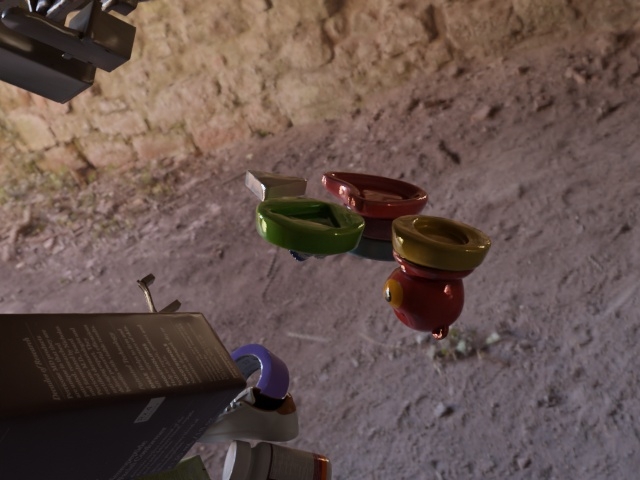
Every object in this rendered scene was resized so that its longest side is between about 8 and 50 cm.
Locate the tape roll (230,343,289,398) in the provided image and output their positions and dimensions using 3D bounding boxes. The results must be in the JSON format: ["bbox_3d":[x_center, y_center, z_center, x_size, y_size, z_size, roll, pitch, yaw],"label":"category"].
[{"bbox_3d":[-0.178,0.367,1.920,0.188,0.080,0.189,-22,46,25],"label":"tape roll"}]

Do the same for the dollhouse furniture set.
[{"bbox_3d":[-0.369,-0.395,1.014,0.303,0.173,0.356,-9,68,48],"label":"dollhouse furniture set"}]

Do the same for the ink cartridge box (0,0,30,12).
[{"bbox_3d":[-0.625,-0.451,1.419,0.104,0.181,0.061,-35,-1,-16],"label":"ink cartridge box"}]

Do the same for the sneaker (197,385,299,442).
[{"bbox_3d":[-0.194,0.381,1.676,0.289,0.123,0.106,-2,16,3],"label":"sneaker"}]

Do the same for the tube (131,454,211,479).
[{"bbox_3d":[-0.399,0.599,1.874,0.240,0.070,0.062,-15,66,9],"label":"tube"}]

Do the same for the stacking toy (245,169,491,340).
[{"bbox_3d":[0.039,0.010,0.974,0.279,0.131,0.309,3,20,-15],"label":"stacking toy"}]

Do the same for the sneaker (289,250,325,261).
[{"bbox_3d":[0.000,0.000,1.273,0.058,0.052,0.135,-38,-7,28],"label":"sneaker"}]

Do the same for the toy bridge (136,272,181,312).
[{"bbox_3d":[-0.321,0.148,1.562,0.063,0.188,0.026,-38,-13,-46],"label":"toy bridge"}]

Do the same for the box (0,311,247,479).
[{"bbox_3d":[-0.285,0.192,0.870,0.191,0.381,0.143,-50,60,21],"label":"box"}]

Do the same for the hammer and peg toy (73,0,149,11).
[{"bbox_3d":[-0.439,-0.650,1.480,0.265,0.362,0.127,-10,3,-9],"label":"hammer and peg toy"}]

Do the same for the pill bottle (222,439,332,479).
[{"bbox_3d":[-0.096,0.512,1.635,0.221,0.121,0.121,17,26,-14],"label":"pill bottle"}]
